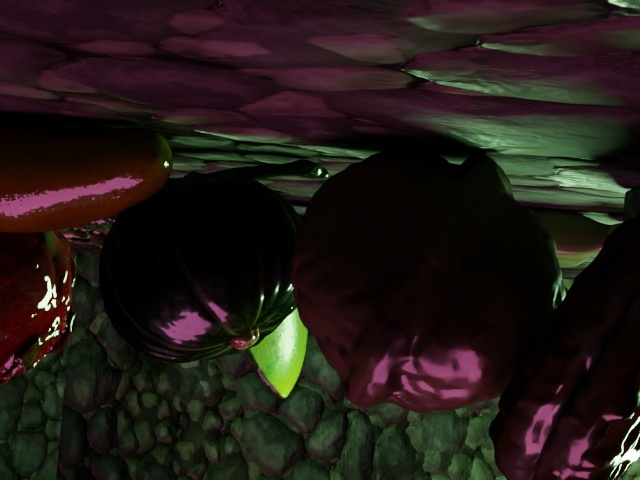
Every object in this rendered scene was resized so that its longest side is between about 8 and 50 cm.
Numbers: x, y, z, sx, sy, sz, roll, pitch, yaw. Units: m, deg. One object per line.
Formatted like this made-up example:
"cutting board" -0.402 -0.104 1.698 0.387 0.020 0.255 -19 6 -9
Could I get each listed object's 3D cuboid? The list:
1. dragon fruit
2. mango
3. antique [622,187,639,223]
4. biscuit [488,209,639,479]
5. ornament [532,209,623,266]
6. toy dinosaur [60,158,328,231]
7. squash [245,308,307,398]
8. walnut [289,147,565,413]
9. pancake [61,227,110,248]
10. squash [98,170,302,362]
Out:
"dragon fruit" -0.386 0.025 1.130 0.299 0.244 0.244 40 166 -14
"mango" -0.239 -0.060 1.001 0.228 0.099 0.136 -5 168 11
"antique" 0.401 -0.004 1.111 0.183 0.086 0.088 5 177 -7
"biscuit" 0.265 0.081 0.923 0.103 0.332 0.332 38 -170 22
"ornament" 0.309 -0.004 1.420 0.245 0.061 0.230 5 174 5
"toy dinosaur" -0.236 -0.052 1.194 0.447 0.087 0.301 1 176 -11
"squash" -0.124 0.126 2.041 0.210 0.308 0.233 4 177 6
"walnut" 0.093 0.034 0.985 0.248 0.248 0.248 4 176 0
"pancake" -0.335 -0.033 1.512 0.382 0.071 0.382 12 177 1
"squash" -0.111 0.028 1.085 0.172 0.218 0.218 47 -166 21
